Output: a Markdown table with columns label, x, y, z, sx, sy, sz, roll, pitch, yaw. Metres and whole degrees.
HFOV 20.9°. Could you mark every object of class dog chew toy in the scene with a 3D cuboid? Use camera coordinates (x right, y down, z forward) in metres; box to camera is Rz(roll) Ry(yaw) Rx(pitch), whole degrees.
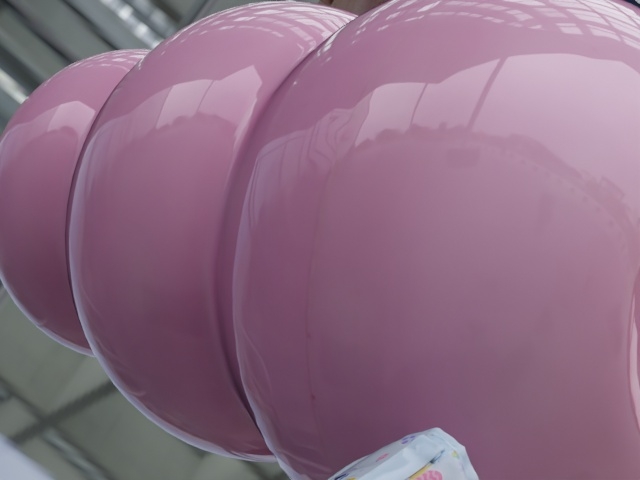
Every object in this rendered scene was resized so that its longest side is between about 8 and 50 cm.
| label | x | y | z | sx | sy | sz | roll | pitch | yaw |
| --- | --- | --- | --- | --- | --- | --- | --- | --- | --- |
| dog chew toy | 0.000 | 0.000 | 0.655 | 0.331 | 0.206 | 0.207 | 10 | -45 | 39 |

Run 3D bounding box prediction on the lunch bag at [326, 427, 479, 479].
| label | x | y | z | sx | sy | sz | roll | pitch | yaw |
| --- | --- | --- | --- | --- | --- | --- | --- | --- | --- |
| lunch bag | 0.007 | 0.094 | 0.481 | 0.053 | 0.071 | 0.083 | 35 | -41 | 29 |

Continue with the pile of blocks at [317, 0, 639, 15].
| label | x | y | z | sx | sy | sz | roll | pitch | yaw |
| --- | --- | --- | --- | --- | --- | --- | --- | --- | --- |
| pile of blocks | 0.140 | -0.120 | 0.778 | 0.362 | 0.112 | 0.149 | -18 | -92 | 26 |
